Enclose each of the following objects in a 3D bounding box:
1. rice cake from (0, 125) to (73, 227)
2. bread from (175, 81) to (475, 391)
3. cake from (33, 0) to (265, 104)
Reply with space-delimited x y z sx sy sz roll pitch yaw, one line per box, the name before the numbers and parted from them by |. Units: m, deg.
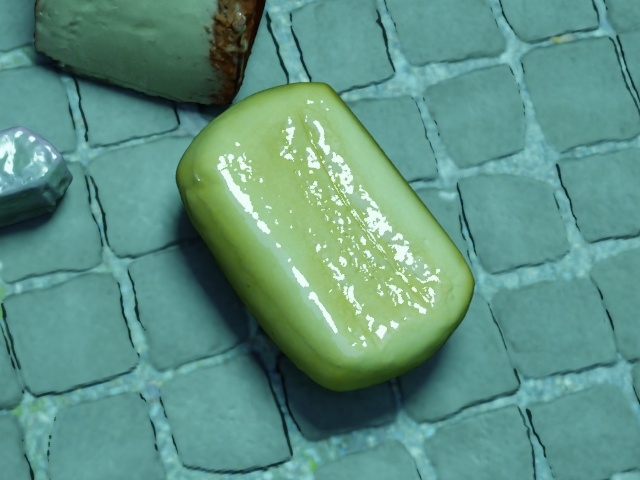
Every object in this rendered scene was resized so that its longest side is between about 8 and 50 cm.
rice cake | -0.341 -0.003 1.044 0.365 0.072 0.056 -17 78 -12
bread | 0.000 0.000 1.083 0.147 0.098 0.217 -30 82 -18
cake | -0.101 -0.252 1.117 0.158 0.159 0.262 13 69 -2
